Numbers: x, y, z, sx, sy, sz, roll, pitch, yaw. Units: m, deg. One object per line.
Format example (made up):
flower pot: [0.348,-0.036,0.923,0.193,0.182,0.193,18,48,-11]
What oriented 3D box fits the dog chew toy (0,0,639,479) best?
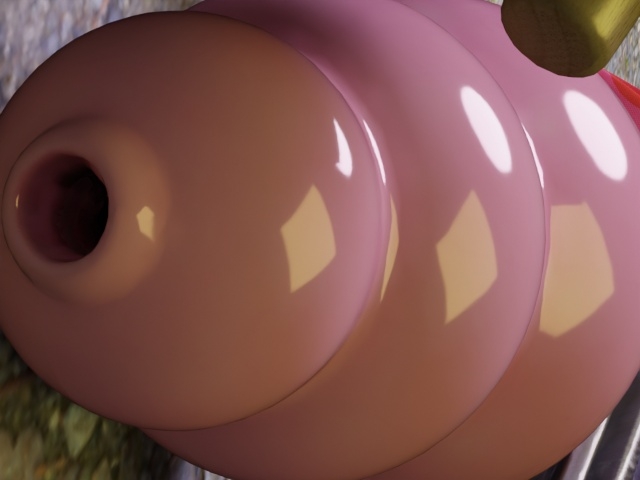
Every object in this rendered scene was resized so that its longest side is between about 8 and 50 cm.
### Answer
dog chew toy: [0.000,0.000,0.648,0.332,0.206,0.207,5,91,-64]

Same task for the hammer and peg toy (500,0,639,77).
hammer and peg toy: [0.001,-0.210,0.463,0.127,0.266,0.361,-54,152,-22]

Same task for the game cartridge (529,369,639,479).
game cartridge: [0.092,0.177,0.790,0.355,0.068,0.230,-54,165,-53]

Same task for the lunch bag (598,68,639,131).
lunch bag: [0.172,0.001,1.093,0.120,0.258,0.293,-46,164,-9]
